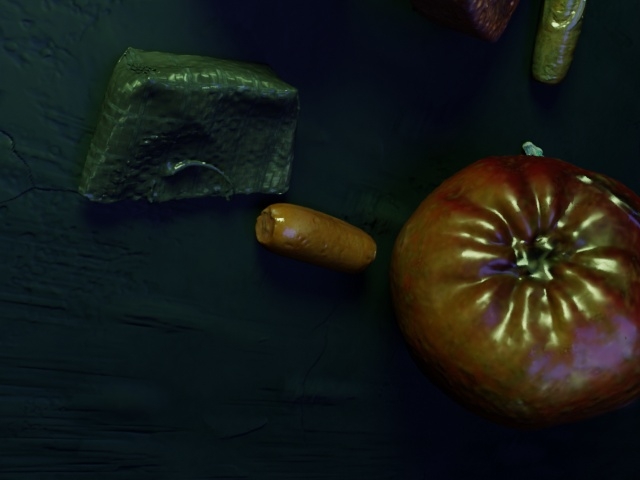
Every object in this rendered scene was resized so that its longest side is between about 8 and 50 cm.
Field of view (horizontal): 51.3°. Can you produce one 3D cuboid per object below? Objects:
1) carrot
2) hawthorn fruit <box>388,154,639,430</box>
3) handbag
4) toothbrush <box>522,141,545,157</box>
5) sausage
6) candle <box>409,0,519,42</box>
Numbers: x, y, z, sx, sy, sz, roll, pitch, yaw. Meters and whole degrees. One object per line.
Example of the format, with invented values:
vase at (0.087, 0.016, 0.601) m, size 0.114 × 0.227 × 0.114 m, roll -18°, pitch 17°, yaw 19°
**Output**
carrot at (0.363, -0.398, 0.964) m, size 0.070 × 0.070 × 0.342 m, roll -9°, pitch 117°, yaw -30°
hawthorn fruit at (0.297, 0.079, 0.988) m, size 0.403 × 0.403 × 0.403 m, roll -15°, pitch 121°, yaw -27°
handbag at (-0.137, -0.121, 0.772) m, size 0.270 × 0.088 × 0.175 m, roll -4°, pitch 123°, yaw -32°
toothbrush at (0.442, -0.104, 1.191) m, size 0.304 × 0.030 × 0.030 m, roll 24°, pitch 99°, yaw -41°
sausage at (0.000, 0.000, 0.920) m, size 0.197 × 0.076 × 0.076 m, roll 19°, pitch 102°, yaw -38°
candle at (0.200, -0.355, 0.777) m, size 0.317 × 0.131 × 0.287 m, roll -48°, pitch 155°, yaw -30°
